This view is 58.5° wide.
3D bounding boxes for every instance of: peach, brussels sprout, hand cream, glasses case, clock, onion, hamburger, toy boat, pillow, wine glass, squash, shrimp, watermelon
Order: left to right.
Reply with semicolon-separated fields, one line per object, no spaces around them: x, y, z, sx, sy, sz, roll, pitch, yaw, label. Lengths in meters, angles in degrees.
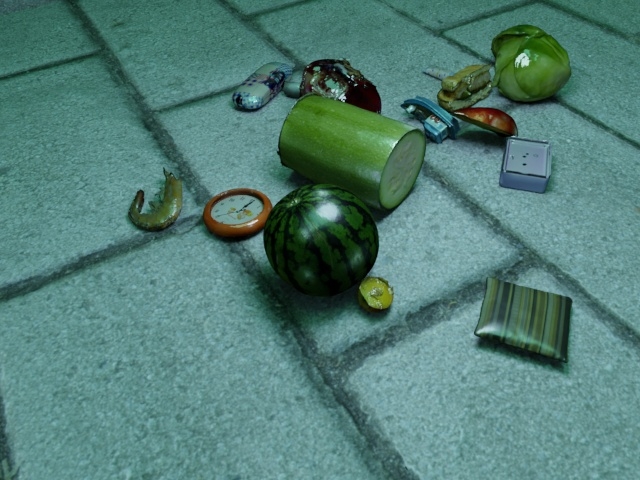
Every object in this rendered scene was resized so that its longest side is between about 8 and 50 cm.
-0.499;-0.122;1.733;0.173;0.058;0.253;-17;47;-3;shrimp
-0.242;-0.082;1.676;0.205;0.051;0.205;-2;43;2;clock
-0.220;-0.601;2.203;0.125;0.076;0.327;17;47;18;glasses case
-0.046;-0.561;2.167;0.198;0.066;0.066;15;46;19;wine glass
0.000;0.000;1.425;0.285;0.285;0.285;-1;44;1;watermelon
0.067;-0.486;1.973;0.314;0.232;0.314;22;29;-13;onion
0.082;-0.270;1.707;0.384;0.263;0.263;27;51;27;squash
0.131;0.136;1.419;0.098;0.061;0.098;13;56;-21;peach
0.369;-0.423;1.979;0.098;0.109;0.238;-42;57;-4;toy boat
0.480;-0.658;2.257;0.065;0.043;0.171;-30;48;-22;hand cream
0.521;-0.560;2.109;0.262;0.124;0.131;-33;33;-34;hamburger
0.536;-0.405;1.875;0.279;0.068;0.189;13;9;-34;peach
0.486;0.183;1.365;0.212;0.052;0.208;16;44;15;pillow
0.645;-0.241;1.789;0.145;0.073;0.193;12;45;14;clock
0.755;-0.640;2.088;0.294;0.227;0.259;28;71;-7;brussels sprout

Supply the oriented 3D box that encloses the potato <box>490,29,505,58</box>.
0.821;-0.750;2.268;0.298;0.141;0.176;25;56;27;potato
